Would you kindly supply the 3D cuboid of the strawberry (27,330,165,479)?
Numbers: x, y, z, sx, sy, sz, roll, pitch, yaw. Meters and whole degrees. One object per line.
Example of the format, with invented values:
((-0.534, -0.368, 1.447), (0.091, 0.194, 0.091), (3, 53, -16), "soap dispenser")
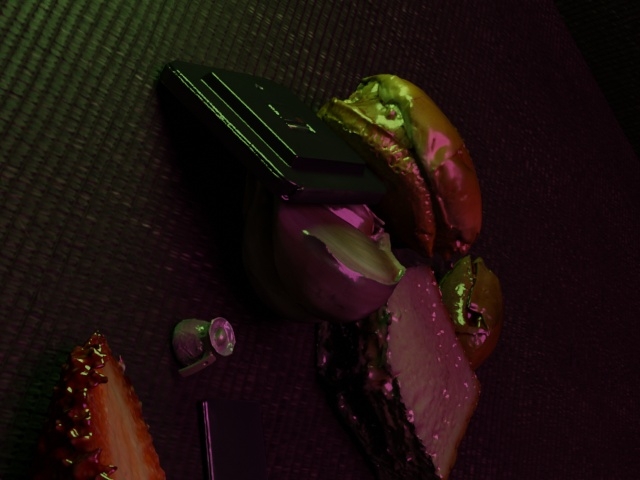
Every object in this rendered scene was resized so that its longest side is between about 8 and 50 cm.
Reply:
((-0.237, 0.257, 1.219), (0.233, 0.137, 0.306), (68, 0, -47), "strawberry")

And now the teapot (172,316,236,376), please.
((-0.147, 0.132, 1.451), (0.064, 0.064, 0.083), (52, 37, -32), "teapot")

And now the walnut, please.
((0.257, 0.132, 2.062), (0.137, 0.137, 0.245), (50, 42, -36), "walnut")

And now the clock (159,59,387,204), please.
((-0.055, -0.152, 1.602), (0.273, 0.049, 0.279), (45, 22, 22), "clock")

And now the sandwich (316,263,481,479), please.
((0.118, 0.192, 1.799), (0.325, 0.131, 0.262), (63, 33, -23), "sandwich")

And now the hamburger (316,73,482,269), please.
((0.128, -0.107, 1.803), (0.314, 0.170, 0.290), (61, -9, -16), "hamburger")

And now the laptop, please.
((-0.106, 0.294, 1.495), (0.129, 0.016, 0.180), (15, 64, -56), "laptop")

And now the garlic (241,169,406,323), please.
((0.000, 0.000, 1.603), (0.292, 0.210, 0.237), (25, 63, -32), "garlic")
